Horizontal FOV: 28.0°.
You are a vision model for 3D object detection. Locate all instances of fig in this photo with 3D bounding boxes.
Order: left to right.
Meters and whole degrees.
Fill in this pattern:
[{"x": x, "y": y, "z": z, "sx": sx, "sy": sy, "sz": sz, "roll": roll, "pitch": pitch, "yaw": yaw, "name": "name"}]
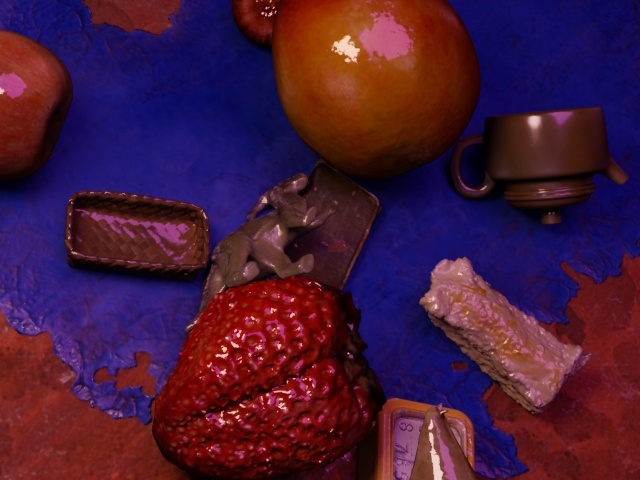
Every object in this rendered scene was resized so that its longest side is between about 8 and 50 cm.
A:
[{"x": -0.080, "y": -0.354, "z": 1.940, "sx": 0.128, "sy": 0.150, "sz": 0.128, "roll": -5, "pitch": 99, "yaw": -31, "name": "fig"}]

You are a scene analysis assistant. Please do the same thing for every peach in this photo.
[{"x": 0.068, "y": -0.250, "z": 1.809, "sx": 0.332, "sy": 0.307, "sz": 0.308, "roll": 51, "pitch": 46, "yaw": -33, "name": "peach"}]

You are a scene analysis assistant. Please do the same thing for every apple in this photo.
[{"x": -0.415, "y": -0.176, "z": 1.634, "sx": 0.173, "sy": 0.188, "sz": 0.188, "roll": 25, "pitch": 54, "yaw": 2, "name": "apple"}]

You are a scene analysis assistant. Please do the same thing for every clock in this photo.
[{"x": 0.123, "y": 0.316, "z": 1.654, "sx": 0.143, "sy": 0.096, "sz": 0.202, "roll": 11, "pitch": 58, "yaw": -15, "name": "clock"}]

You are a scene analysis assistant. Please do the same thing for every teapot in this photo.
[{"x": 0.332, "y": -0.110, "z": 1.955, "sx": 0.267, "sy": 0.185, "sz": 0.175, "roll": -5, "pitch": 93, "yaw": 6, "name": "teapot"}]

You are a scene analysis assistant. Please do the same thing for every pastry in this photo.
[{"x": 0.248, "y": 0.134, "z": 1.816, "sx": 0.258, "sy": 0.089, "sz": 0.121, "roll": 37, "pitch": 57, "yaw": 0, "name": "pastry"}]

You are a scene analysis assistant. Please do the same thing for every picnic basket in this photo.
[{"x": -0.244, "y": -0.004, "z": 1.691, "sx": 0.193, "sy": 0.055, "sz": 0.110, "roll": 8, "pitch": 60, "yaw": -21, "name": "picnic basket"}]

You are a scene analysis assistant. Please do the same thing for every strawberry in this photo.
[{"x": -0.077, "y": 0.178, "z": 1.553, "sx": 0.288, "sy": 0.238, "sz": 0.250, "roll": -34, "pitch": 101, "yaw": -24, "name": "strawberry"}]

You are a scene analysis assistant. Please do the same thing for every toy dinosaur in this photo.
[{"x": -0.074, "y": 0.007, "z": 1.713, "sx": 0.294, "sy": 0.162, "sz": 0.077, "roll": -44, "pitch": 114, "yaw": -39, "name": "toy dinosaur"}]

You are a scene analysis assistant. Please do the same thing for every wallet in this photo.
[{"x": 0.000, "y": 0.000, "z": 1.817, "sx": 0.122, "sy": 0.031, "sz": 0.232, "roll": 33, "pitch": 56, "yaw": -9, "name": "wallet"}]

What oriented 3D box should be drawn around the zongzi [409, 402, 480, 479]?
[{"x": 0.284, "y": 0.446, "z": 1.414, "sx": 0.500, "sy": 0.218, "sz": 0.467, "roll": 17, "pitch": 76, "yaw": -38, "name": "zongzi"}]
